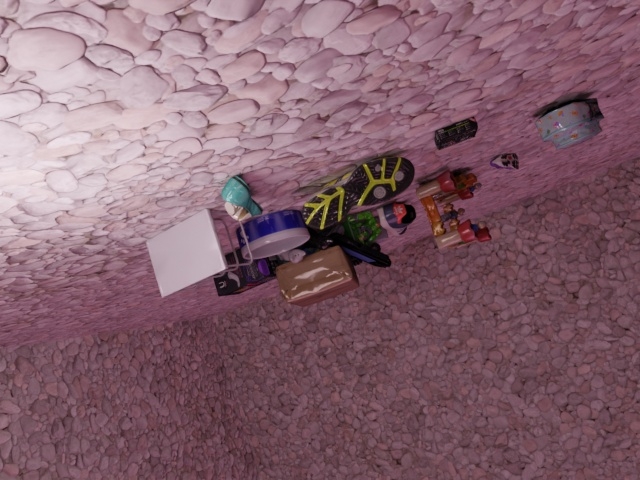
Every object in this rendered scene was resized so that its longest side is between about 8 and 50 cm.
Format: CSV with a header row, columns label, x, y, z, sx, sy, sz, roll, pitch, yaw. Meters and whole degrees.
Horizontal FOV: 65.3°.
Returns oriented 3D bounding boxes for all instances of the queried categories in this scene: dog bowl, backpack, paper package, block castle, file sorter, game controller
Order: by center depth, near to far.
label,x,y,z,sx,sy,sz,roll,pitch,yaw
file sorter,-0.383,0.040,1.612,0.278,0.193,0.173,-24,171,28
backpack,0.807,-0.378,1.628,0.188,0.144,0.166,-8,171,-33
dog bowl,-0.179,-0.020,1.884,0.265,0.104,0.265,-18,169,-4
block castle,0.593,-0.127,2.109,0.213,0.303,0.453,-24,169,25
paper package,-0.003,0.165,2.203,0.309,0.168,0.325,-19,166,6
game controller,0.163,0.051,2.256,0.319,0.067,0.166,24,160,-15

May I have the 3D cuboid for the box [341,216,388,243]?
label,x,y,z,sx,sy,sz,roll,pitch,yaw
box,0.159,-0.009,2.472,0.231,0.127,0.262,-7,164,-39

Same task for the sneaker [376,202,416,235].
label,x,y,z,sx,sy,sz,roll,pitch,yaw
sneaker,0.388,-0.104,2.345,0.148,0.131,0.350,-19,170,21

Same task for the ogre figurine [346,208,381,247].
label,x,y,z,sx,sy,sz,roll,pitch,yaw
ogre figurine,0.204,-0.063,2.254,0.118,0.197,0.097,-36,-166,-2

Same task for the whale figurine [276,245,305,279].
label,x,y,z,sx,sy,sz,roll,pitch,yaw
whale figurine,-0.152,0.081,2.475,0.216,0.141,0.272,-26,-168,37

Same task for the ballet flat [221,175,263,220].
label,x,y,z,sx,sy,sz,roll,pitch,yaw
ballet flat,-0.227,-0.103,1.403,0.087,0.083,0.247,-51,168,-8

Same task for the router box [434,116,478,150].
label,x,y,z,sx,sy,sz,roll,pitch,yaw
router box,0.408,-0.322,1.508,0.122,0.038,0.092,-19,169,8

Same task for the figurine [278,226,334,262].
label,x,y,z,sx,sy,sz,roll,pitch,yaw
figurine,-0.073,0.027,2.073,0.215,0.092,0.209,-26,-162,-20

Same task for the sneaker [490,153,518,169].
label,x,y,z,sx,sy,sz,roll,pitch,yaw
sneaker,0.769,-0.328,2.085,0.170,0.068,0.071,1,175,-38

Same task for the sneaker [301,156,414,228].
label,x,y,z,sx,sy,sz,roll,pitch,yaw
sneaker,0.113,-0.174,1.609,0.385,0.145,0.147,-22,-160,6

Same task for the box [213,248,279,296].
label,x,y,z,sx,sy,sz,roll,pitch,yaw
box,-0.334,0.129,2.218,0.270,0.165,0.143,-23,168,27

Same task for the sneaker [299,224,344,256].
label,x,y,z,sx,sy,sz,roll,pitch,yaw
sneaker,0.000,0.000,2.331,0.240,0.091,0.126,-45,131,16

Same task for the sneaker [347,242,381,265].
label,x,y,z,sx,sy,sz,roll,pitch,yaw
sneaker,0.190,0.079,2.411,0.208,0.081,0.094,-17,170,-6
